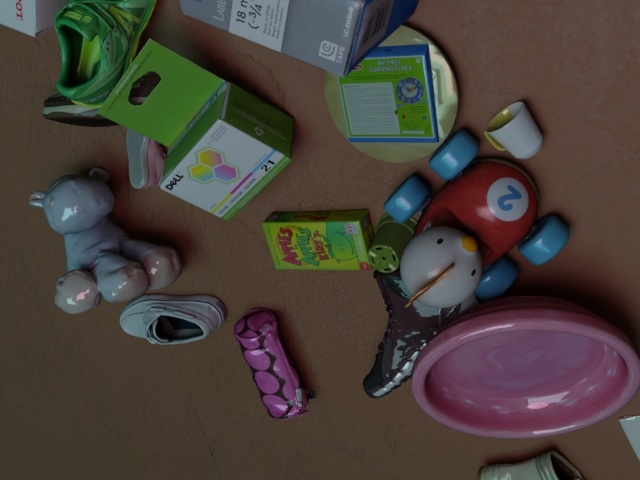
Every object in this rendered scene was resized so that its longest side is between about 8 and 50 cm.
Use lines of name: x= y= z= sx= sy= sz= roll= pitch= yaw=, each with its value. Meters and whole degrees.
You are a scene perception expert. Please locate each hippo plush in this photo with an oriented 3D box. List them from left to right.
hippo plush: x=-0.388 y=-0.016 z=1.491 sx=0.294 sy=0.235 sz=0.236 roll=-171 pitch=66 yaw=-74

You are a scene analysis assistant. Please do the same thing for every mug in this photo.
mug: x=0.268 y=-0.147 z=1.123 sx=0.062 sy=0.078 sz=0.064 roll=-42 pitch=107 yaw=7

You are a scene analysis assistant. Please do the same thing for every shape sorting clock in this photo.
shape sorting clock: x=0.099 y=-0.209 z=1.172 sx=0.206 sy=0.040 sz=0.206 roll=16 pitch=127 yaw=23

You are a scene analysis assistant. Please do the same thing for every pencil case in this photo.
pencil case: x=-0.087 y=0.232 z=1.528 sx=0.098 sy=0.095 sz=0.209 roll=25 pitch=142 yaw=59

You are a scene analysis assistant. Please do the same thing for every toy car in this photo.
toy car: x=0.191 y=0.010 z=1.138 sx=0.219 sy=0.238 sz=0.210 roll=43 pitch=130 yaw=-3

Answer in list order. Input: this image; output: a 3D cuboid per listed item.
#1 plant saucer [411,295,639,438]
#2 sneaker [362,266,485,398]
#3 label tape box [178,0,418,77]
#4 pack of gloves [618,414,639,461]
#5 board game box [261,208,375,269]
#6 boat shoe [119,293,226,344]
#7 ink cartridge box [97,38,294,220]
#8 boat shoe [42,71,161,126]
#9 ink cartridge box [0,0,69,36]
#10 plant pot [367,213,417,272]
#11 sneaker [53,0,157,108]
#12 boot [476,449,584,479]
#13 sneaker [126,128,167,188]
plant saucer: x=0.302 y=0.187 z=1.231 sx=0.333 sy=0.084 sz=0.332 roll=2 pitch=140 yaw=2
sneaker: x=0.127 y=0.128 z=1.351 sx=0.162 sy=0.106 sz=0.281 roll=44 pitch=120 yaw=3
label tape box: x=-0.059 y=-0.350 z=1.038 sx=0.334 sy=0.240 sz=0.105 roll=24 pitch=130 yaw=13
pack of gloves: x=0.597 y=0.372 z=1.284 sx=0.195 sy=0.046 sz=0.232 roll=-13 pitch=113 yaw=33
board game box: x=0.000 y=0.000 z=1.360 sx=0.181 sy=0.043 sz=0.092 roll=-1 pitch=120 yaw=28
boat shoe: x=-0.307 y=0.159 z=1.599 sx=0.258 sy=0.084 sz=0.095 roll=-13 pitch=113 yaw=33
ink cartridge box: x=-0.197 y=-0.161 z=1.259 sx=0.255 sy=0.097 sz=0.189 roll=26 pitch=135 yaw=-27
boat shoe: x=-0.354 y=-0.245 z=1.373 sx=0.258 sy=0.095 sz=0.095 roll=2 pitch=87 yaw=24
ink cartridge box: x=-0.524 y=-0.466 z=1.289 sx=0.273 sy=0.114 sz=0.198 roll=23 pitch=128 yaw=14
plant pot: x=0.111 y=0.009 z=1.284 sx=0.083 sy=0.079 sz=0.083 roll=14 pitch=125 yaw=21
sneaker: x=-0.324 y=-0.341 z=1.231 sx=0.110 sy=0.123 sz=0.295 roll=19 pitch=105 yaw=17
boot: x=0.395 y=0.466 z=1.433 sx=0.165 sy=0.077 sz=0.213 roll=-29 pitch=101 yaw=36
sneaker: x=-0.293 y=-0.155 z=1.419 sx=0.051 sy=0.070 sz=0.134 roll=0 pitch=91 yaw=38
